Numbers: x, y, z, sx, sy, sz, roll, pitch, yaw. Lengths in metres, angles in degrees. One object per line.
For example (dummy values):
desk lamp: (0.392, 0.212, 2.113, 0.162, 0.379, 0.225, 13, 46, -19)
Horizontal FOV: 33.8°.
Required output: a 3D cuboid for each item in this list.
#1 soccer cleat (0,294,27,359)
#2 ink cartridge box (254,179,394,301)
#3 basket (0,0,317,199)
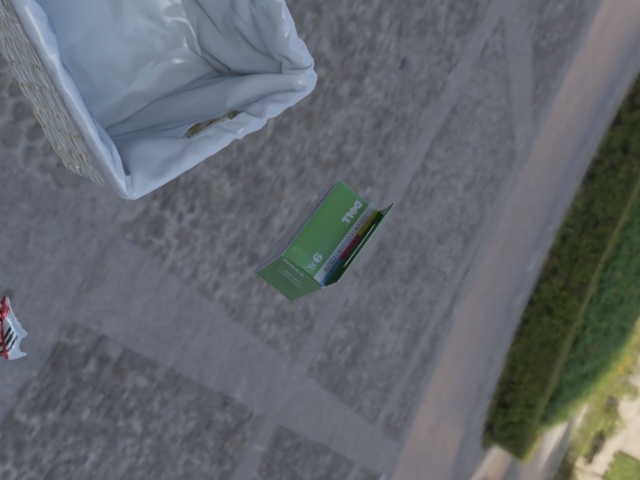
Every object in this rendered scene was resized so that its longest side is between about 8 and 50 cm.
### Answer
soccer cleat: (-0.389, 0.110, 1.331, 0.029, 0.035, 0.083, -164, -108, -69)
ink cartridge box: (0.000, 0.000, 1.180, 0.109, 0.062, 0.209, -52, -174, -16)
basket: (-0.243, -0.278, 1.427, 0.328, 0.266, 0.331, -34, 115, -21)
